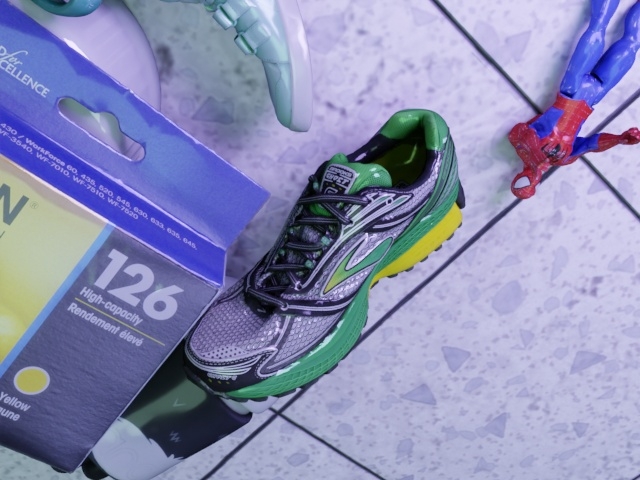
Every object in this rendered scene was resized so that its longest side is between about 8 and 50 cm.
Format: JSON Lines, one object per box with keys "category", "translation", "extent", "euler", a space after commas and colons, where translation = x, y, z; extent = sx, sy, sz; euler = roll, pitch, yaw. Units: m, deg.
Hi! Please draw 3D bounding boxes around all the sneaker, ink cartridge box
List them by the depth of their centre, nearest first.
{"category": "ink cartridge box", "translation": [-0.241, 0.007, 0.516], "extent": [0.304, 0.072, 0.307], "euler": [35, 99, -25]}
{"category": "sneaker", "translation": [-0.097, -0.206, 0.579], "extent": [0.151, 0.094, 0.255], "euler": [-17, 108, -1]}
{"category": "sneaker", "translation": [0.000, 0.000, 0.600], "extent": [0.343, 0.134, 0.146], "euler": [-46, 143, -22]}

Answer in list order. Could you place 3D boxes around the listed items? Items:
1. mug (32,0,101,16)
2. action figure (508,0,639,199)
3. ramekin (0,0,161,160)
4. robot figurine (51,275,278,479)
{"category": "mug", "translation": [-0.222, -0.249, 0.468], "extent": [0.097, 0.157, 0.129], "euler": [-14, 155, 33]}
{"category": "action figure", "translation": [0.270, -0.146, 0.619], "extent": [0.092, 0.139, 0.280], "euler": [19, 117, -12]}
{"category": "ramekin", "translation": [-0.296, -0.124, 0.588], "extent": [0.277, 0.135, 0.277], "euler": [-2, 118, -3]}
{"category": "robot figurine", "translation": [-0.169, 0.152, 0.717], "extent": [0.278, 0.209, 0.173], "euler": [-31, 96, 3]}
